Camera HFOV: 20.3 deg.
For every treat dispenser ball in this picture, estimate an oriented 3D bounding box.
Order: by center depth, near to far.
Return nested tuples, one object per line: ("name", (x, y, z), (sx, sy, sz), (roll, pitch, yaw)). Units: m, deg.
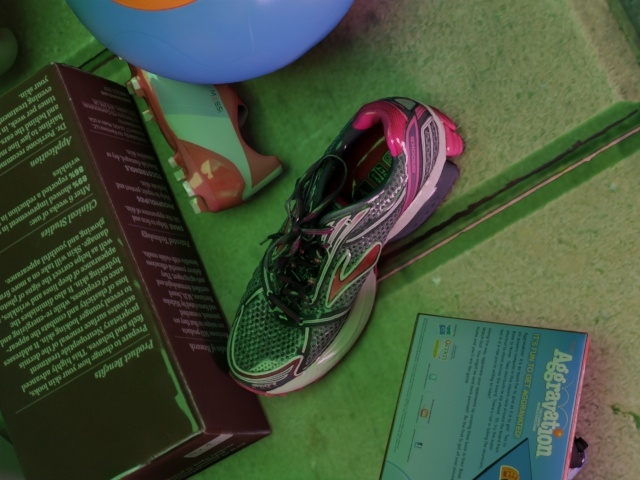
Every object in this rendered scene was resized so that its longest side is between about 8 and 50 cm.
("treat dispenser ball", (-0.095, -0.279, 1.540), (0.288, 0.288, 0.288), (-3, 83, 27))

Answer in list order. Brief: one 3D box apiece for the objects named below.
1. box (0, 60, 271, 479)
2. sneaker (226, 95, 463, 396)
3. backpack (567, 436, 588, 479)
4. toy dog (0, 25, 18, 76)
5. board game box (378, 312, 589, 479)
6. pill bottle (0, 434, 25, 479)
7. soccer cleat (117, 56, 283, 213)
("box", (-0.216, 0.048, 1.653), (0.191, 0.143, 0.381), (-30, 70, 21))
("sneaker", (0.000, 0.000, 1.561), (0.121, 0.112, 0.299), (36, 101, 26))
("backpack", (0.146, 0.180, 1.483), (0.114, 0.084, 0.105), (-48, 64, 17))
("toy dog", (-0.485, -0.335, 1.735), (0.284, 0.395, 0.408), (-60, 36, 35))
("board game box", (0.119, 0.190, 1.398), (0.145, 0.027, 0.281), (6, 58, 16))
("pill bottle", (-0.429, 0.343, 1.687), (0.363, 0.210, 0.210), (-48, 66, 14))
("soccer cleat", (-0.123, -0.137, 1.668), (0.095, 0.083, 0.248), (-24, 66, -8))
